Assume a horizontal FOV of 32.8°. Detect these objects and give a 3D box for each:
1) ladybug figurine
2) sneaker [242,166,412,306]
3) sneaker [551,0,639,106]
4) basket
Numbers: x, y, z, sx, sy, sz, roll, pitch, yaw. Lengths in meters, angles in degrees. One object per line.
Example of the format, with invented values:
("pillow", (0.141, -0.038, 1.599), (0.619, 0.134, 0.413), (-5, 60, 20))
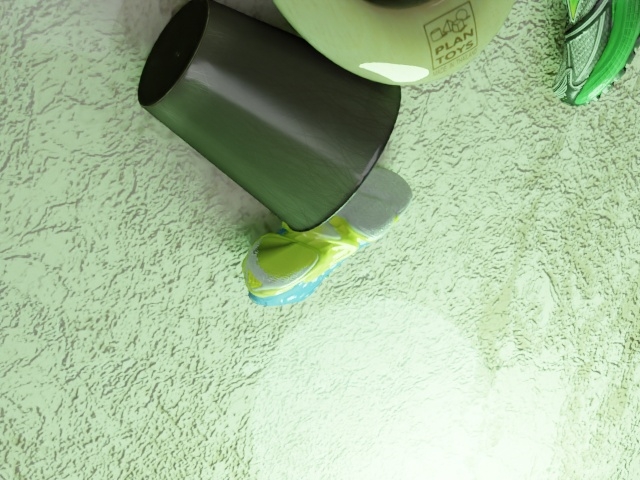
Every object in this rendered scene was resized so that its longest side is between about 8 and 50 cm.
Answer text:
("ladybug figurine", (0.047, -0.356, 1.059), (0.305, 0.162, 0.449), (-29, 125, -8))
("sneaker", (0.000, 0.000, 1.299), (0.240, 0.091, 0.126), (-29, 164, -26))
("sneaker", (0.314, -0.315, 1.250), (0.146, 0.134, 0.343), (12, 125, 10))
("basket", (-0.062, -0.144, 1.140), (0.227, 0.154, 0.204), (29, 105, -30))
